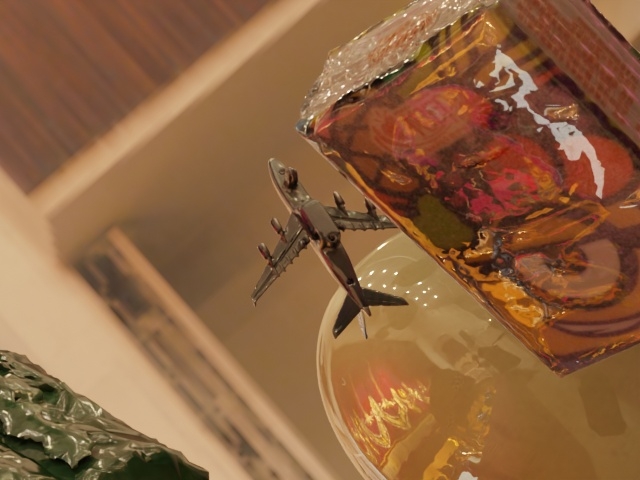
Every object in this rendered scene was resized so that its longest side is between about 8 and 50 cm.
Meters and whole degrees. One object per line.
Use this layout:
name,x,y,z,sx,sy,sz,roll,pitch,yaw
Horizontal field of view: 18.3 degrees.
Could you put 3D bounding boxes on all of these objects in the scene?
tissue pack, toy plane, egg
tissue pack,0.079,-0.028,0.721,0.108,0.148,0.060,-31,24,42
toy plane,0.001,0.000,0.795,0.078,0.084,0.024,-24,-14,-19
egg,0.128,0.086,1.201,0.219,0.269,0.219,-51,21,29

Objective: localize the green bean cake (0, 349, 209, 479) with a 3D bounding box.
green bean cake,-0.192,0.209,0.692,0.300,0.169,0.308,-7,-68,-42
